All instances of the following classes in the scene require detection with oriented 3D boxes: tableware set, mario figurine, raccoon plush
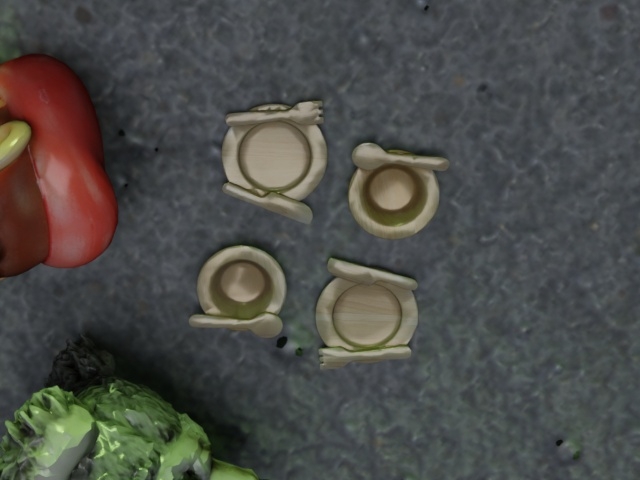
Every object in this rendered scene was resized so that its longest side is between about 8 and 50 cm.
[{"bbox_3d":[0.000,0.000,0.738,0.141,0.020,0.169,10,108,-4],"label":"tableware set"},{"bbox_3d":[-0.247,-0.001,0.615,0.198,0.320,0.170,-4,123,46],"label":"mario figurine"},{"bbox_3d":[-0.222,0.254,0.676,0.446,0.216,0.299,-24,104,-18],"label":"raccoon plush"}]
